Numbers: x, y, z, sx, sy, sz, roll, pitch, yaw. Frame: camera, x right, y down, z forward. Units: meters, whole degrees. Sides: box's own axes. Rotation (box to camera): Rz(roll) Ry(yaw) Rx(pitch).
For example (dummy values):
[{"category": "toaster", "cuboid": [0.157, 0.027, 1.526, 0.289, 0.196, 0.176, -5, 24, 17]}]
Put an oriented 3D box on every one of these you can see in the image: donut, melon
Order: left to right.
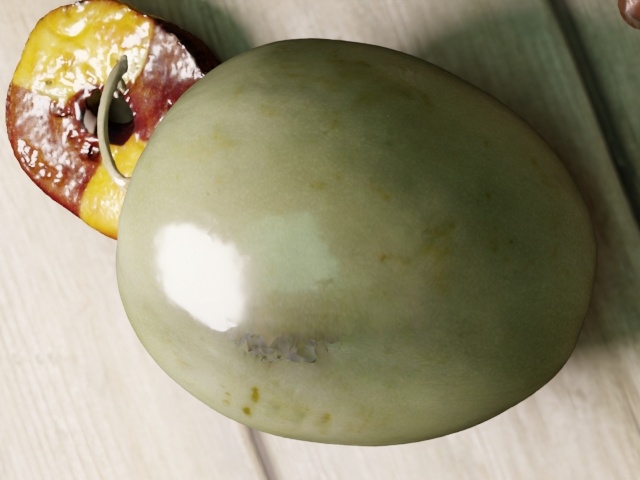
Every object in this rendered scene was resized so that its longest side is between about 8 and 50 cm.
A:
[{"category": "donut", "cuboid": [-0.136, -0.088, 1.283, 0.184, 0.073, 0.166, 20, 106, 25]}, {"category": "melon", "cuboid": [0.016, 0.002, 1.115, 0.308, 0.272, 0.272, -7, 93, 13]}]

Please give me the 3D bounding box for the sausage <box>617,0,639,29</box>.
[{"category": "sausage", "cuboid": [0.249, -0.204, 1.086, 0.186, 0.043, 0.043, -44, 76, 24]}]
